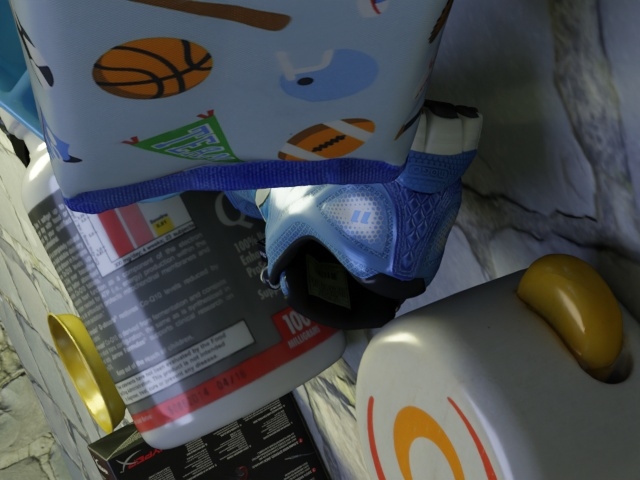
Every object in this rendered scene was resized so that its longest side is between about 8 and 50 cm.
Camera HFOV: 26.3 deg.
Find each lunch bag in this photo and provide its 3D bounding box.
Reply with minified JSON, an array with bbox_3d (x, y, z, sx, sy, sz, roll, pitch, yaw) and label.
[{"bbox_3d":[-0.043,-0.256,0.650,0.328,0.239,0.385,107,156,-64],"label":"lunch bag"}]

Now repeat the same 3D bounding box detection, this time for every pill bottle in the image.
[{"bbox_3d":[-0.144,-0.012,1.250,0.363,0.210,0.210,63,160,0],"label":"pill bottle"}]

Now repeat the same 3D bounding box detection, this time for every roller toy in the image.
[{"bbox_3d":[0.126,0.117,0.852,0.191,0.146,0.209,-10,98,63],"label":"roller toy"}]

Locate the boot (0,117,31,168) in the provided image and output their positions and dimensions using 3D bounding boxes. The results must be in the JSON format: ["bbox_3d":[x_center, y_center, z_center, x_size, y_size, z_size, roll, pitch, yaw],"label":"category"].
[{"bbox_3d":[-0.350,-0.202,1.615,0.260,0.131,0.348,56,171,36],"label":"boot"}]

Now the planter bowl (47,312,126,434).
[{"bbox_3d":[-0.341,0.192,2.157,0.217,0.090,0.217,50,157,32],"label":"planter bowl"}]

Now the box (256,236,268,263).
[{"bbox_3d":[0.000,0.000,1.099,0.067,0.083,0.018,28,140,56],"label":"box"}]

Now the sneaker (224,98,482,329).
[{"bbox_3d":[-0.006,-0.020,0.912,0.330,0.130,0.147,-171,91,-73],"label":"sneaker"}]

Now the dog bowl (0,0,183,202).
[{"bbox_3d":[-0.204,-0.156,1.120,0.297,0.166,0.074,38,-176,13],"label":"dog bowl"}]

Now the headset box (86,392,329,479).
[{"bbox_3d":[-0.097,0.315,1.535,0.293,0.218,0.110,66,161,-10],"label":"headset box"}]
